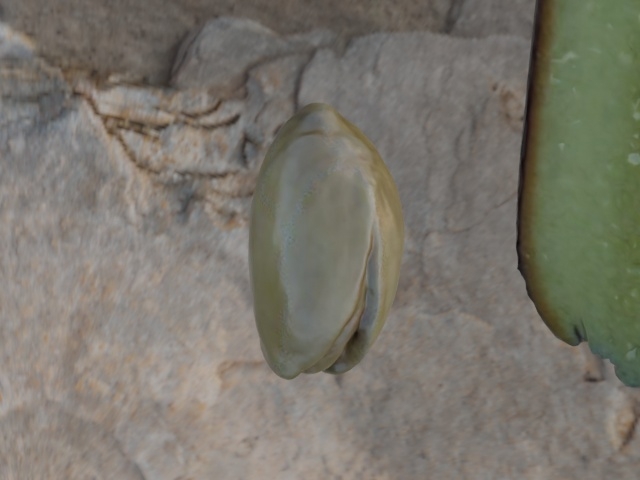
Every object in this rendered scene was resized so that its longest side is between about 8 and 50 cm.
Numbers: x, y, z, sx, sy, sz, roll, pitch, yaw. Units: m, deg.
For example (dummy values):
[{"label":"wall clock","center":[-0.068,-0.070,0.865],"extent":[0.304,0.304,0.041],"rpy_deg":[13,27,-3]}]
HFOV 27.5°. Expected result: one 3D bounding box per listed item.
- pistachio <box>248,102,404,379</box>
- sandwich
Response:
[{"label":"pistachio","center":[0.000,0.000,1.392],"extent":[0.162,0.181,0.293],"rpy_deg":[-4,95,-36]},{"label":"sandwich","center":[0.113,-0.072,0.363],"extent":[0.094,0.258,0.096],"rpy_deg":[22,43,27]}]
